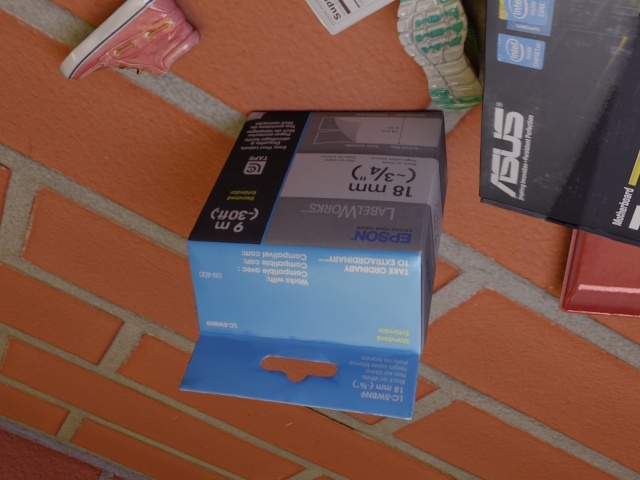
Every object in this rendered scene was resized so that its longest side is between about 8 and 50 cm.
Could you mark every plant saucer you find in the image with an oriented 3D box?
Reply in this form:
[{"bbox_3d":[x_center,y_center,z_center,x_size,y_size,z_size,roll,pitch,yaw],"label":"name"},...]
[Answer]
[{"bbox_3d":[0.432,0.001,0.739,0.259,0.047,0.259,3,138,15],"label":"plant saucer"}]

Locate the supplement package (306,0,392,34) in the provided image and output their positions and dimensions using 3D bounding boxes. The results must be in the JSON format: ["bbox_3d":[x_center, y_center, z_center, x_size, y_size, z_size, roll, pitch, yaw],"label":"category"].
[{"bbox_3d":[0.080,-0.290,0.463,0.244,0.139,0.134,-19,127,35],"label":"supplement package"}]

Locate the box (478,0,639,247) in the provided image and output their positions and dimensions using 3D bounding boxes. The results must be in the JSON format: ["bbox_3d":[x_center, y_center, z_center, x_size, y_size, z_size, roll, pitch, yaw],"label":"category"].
[{"bbox_3d":[0.261,-0.130,0.357,0.318,0.097,0.394,21,152,23],"label":"box"}]

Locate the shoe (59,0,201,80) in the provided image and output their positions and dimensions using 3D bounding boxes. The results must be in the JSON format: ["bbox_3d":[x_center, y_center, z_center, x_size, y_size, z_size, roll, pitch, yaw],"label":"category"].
[{"bbox_3d":[-0.217,-0.211,0.705,0.178,0.063,0.081,-25,120,32],"label":"shoe"}]

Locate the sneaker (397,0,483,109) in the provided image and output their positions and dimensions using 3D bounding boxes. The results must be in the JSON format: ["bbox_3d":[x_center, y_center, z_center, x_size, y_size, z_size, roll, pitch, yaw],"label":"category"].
[{"bbox_3d":[0.115,-0.199,0.586,0.065,0.076,0.166,-1,153,22],"label":"sneaker"}]

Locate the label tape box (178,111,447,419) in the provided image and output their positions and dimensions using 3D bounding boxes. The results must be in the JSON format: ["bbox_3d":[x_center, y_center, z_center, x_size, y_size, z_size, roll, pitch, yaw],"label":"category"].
[{"bbox_3d":[0.000,0.000,0.661,0.241,0.333,0.105,3,137,15],"label":"label tape box"}]
